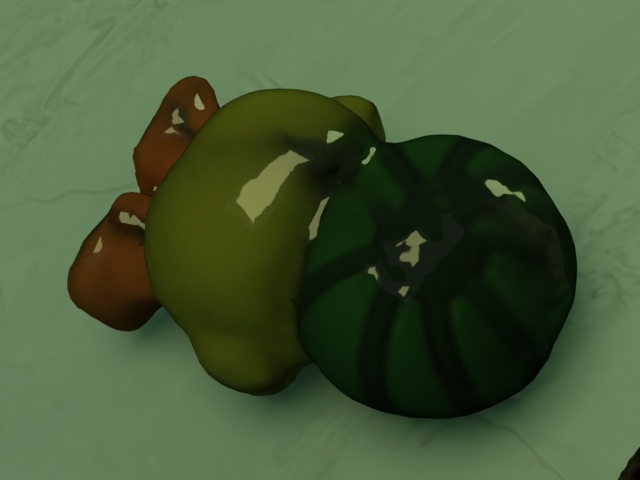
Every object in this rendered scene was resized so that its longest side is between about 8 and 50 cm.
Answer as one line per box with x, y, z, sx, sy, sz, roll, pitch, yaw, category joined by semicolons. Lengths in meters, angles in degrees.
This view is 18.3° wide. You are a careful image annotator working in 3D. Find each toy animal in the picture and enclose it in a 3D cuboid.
0.000;-0.001;1.303;0.338;0.191;0.216;17;73;27;toy animal

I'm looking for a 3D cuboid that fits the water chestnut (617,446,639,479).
0.306;0.186;1.082;0.300;0.300;0.300;-9;63;18;water chestnut
